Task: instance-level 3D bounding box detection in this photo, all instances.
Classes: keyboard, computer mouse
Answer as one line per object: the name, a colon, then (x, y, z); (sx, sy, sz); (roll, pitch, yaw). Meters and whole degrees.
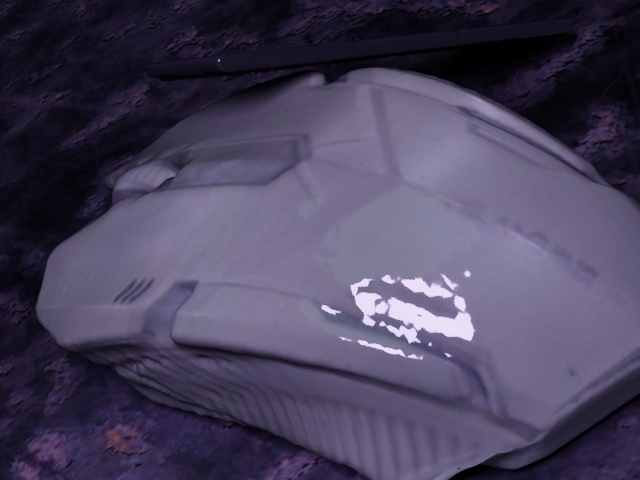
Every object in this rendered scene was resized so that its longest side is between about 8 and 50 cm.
keyboard: (-0.015, -0.117, 0.914); (0.381, 0.041, 0.103); (-4, 4, -34)
computer mouse: (-0.003, -0.003, 0.859); (0.429, 0.145, 0.228); (10, 55, 40)
